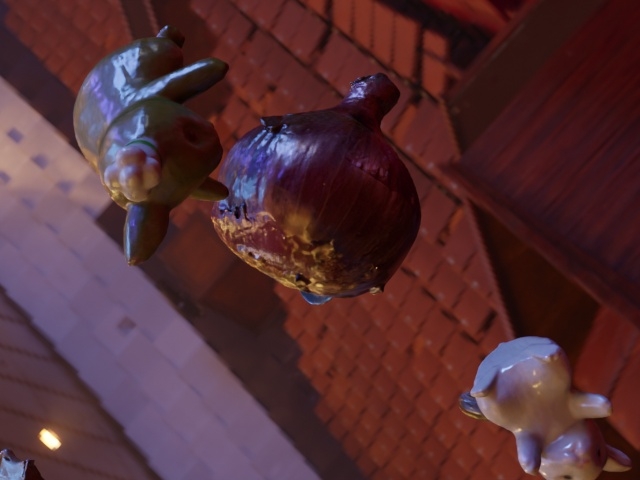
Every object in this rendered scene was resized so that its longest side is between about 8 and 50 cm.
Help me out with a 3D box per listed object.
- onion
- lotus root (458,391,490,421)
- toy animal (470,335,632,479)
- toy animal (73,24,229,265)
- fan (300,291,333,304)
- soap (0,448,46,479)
[{"bbox_3d":[0.020,-0.099,1.823,0.348,0.385,0.348,25,165,7],"label":"onion"},{"bbox_3d":[0.265,0.286,1.949,0.030,0.037,0.083,-13,-161,-38],"label":"lotus root"},{"bbox_3d":[0.316,0.256,1.491,0.282,0.140,0.138,56,180,3],"label":"toy animal"},{"bbox_3d":[-0.181,-0.107,1.326,0.363,0.180,0.181,-125,25,-55],"label":"toy animal"},{"bbox_3d":[-0.002,0.030,2.416,0.012,0.223,0.294,26,163,-37],"label":"fan"},{"bbox_3d":[-0.526,0.606,2.365,0.169,0.304,0.339,-3,163,38],"label":"soap"}]
